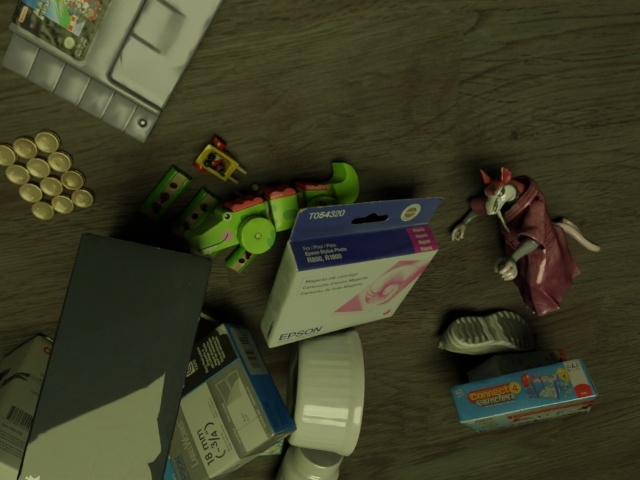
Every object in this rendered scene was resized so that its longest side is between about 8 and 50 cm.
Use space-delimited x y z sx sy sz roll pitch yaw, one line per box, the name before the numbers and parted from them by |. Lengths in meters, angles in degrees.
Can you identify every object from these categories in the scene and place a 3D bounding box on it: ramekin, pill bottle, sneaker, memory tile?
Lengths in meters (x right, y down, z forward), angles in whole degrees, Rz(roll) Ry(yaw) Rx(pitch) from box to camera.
ramekin | 0.000 0.330 0.989 0.135 0.277 0.278 7 119 -8
pill bottle | -0.040 0.671 1.241 0.160 0.160 0.283 11 118 -19
sneaker | 0.437 0.250 1.159 0.281 0.105 0.115 8 148 -20
memory tile | -0.479 -0.111 0.763 0.113 0.012 0.148 -19 122 -2

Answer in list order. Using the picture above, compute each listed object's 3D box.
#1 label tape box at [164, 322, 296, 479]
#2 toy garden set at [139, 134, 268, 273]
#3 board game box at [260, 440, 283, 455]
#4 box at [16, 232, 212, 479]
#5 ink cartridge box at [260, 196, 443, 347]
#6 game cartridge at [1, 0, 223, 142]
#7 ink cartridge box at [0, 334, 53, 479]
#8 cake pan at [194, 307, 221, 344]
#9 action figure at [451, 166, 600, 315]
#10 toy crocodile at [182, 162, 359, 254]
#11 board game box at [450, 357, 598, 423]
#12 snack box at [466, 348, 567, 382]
label tape box | -0.250 0.364 0.894 0.333 0.241 0.106 -37 155 9
toy garden set | -0.184 -0.058 0.840 0.244 0.049 0.204 37 107 -28
board game box | -0.181 0.559 1.221 0.153 0.026 0.104 3 119 -15
box | -0.318 0.180 0.718 0.178 0.312 0.344 13 83 -19
ink cartridge box | 0.068 0.066 0.863 0.323 0.072 0.330 -8 140 -29
game cartridge | -0.286 -0.349 0.641 0.230 0.068 0.355 26 111 -30
ink cartridge box | -0.568 0.359 0.870 0.114 0.273 0.197 -29 122 9
cake pan | -0.345 0.245 0.981 0.292 0.054 0.294 -6 121 -10
action figure | 0.435 -0.019 0.891 0.275 0.248 0.370 -33 125 6
toy crocodile | -0.078 -0.055 0.793 0.340 0.115 0.105 -18 110 -20
board game box | 0.523 0.412 1.130 0.308 0.086 0.302 -20 146 18
snack box | 0.540 0.364 1.207 0.206 0.070 0.175 -1 149 -11
